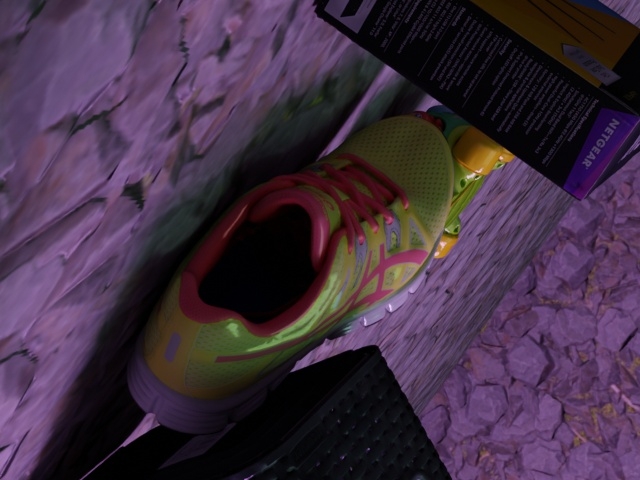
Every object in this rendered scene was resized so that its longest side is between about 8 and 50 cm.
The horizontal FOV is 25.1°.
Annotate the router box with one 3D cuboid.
[{"bbox_3d":[0.091,-0.086,0.631,0.046,0.133,0.179,-57,169,23],"label":"router box"}]

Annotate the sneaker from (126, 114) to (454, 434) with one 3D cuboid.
[{"bbox_3d":[0.000,0.000,0.660,0.208,0.081,0.094,-45,164,-33],"label":"sneaker"}]

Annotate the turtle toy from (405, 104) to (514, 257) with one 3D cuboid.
[{"bbox_3d":[0.056,-0.036,0.808,0.095,0.066,0.130,-57,167,20],"label":"turtle toy"}]

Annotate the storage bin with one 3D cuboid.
[{"bbox_3d":[-0.041,0.131,0.680,0.180,0.084,0.122,-25,-172,37],"label":"storage bin"}]
